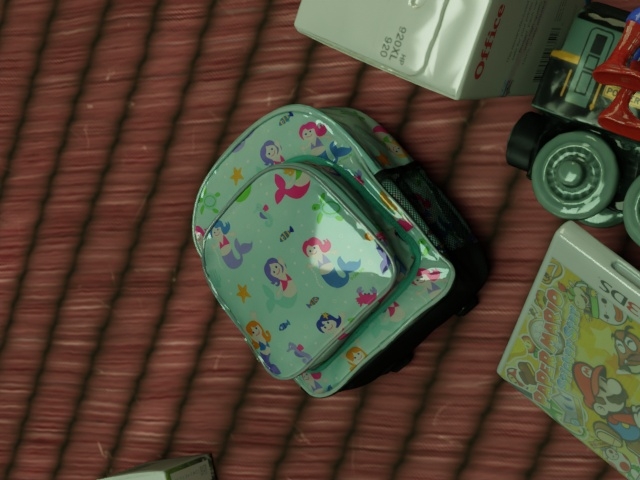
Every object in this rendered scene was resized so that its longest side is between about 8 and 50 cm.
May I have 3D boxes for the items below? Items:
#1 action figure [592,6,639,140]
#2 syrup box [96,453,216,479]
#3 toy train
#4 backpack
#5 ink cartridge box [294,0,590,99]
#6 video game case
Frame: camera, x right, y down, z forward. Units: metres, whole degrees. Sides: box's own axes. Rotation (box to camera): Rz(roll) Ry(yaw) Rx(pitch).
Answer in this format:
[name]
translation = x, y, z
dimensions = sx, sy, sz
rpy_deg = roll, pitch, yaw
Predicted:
[action figure]
translation = 0.338, -0.196, 1.289
dimensions = 0.139, 0.091, 0.280
rpy_deg = 18, 59, 24
[syrup box]
translation = -0.151, 0.352, 1.680
dimensions = 0.096, 0.093, 0.237
rpy_deg = -12, 90, 29
[toy train]
translation = 0.325, -0.075, 1.356
dimensions = 0.334, 0.142, 0.190
rpy_deg = 23, 96, 25
[backpack]
translation = 0.000, 0.000, 1.516
dimensions = 0.225, 0.191, 0.253
rpy_deg = -43, 70, 26
[ink cartridge box]
translation = 0.121, -0.231, 1.389
dimensions = 0.168, 0.232, 0.171
rpy_deg = 25, 106, 24
[video game case]
translation = 0.262, 0.114, 1.395
dimensions = 0.206, 0.026, 0.227
rpy_deg = 39, 147, 19
